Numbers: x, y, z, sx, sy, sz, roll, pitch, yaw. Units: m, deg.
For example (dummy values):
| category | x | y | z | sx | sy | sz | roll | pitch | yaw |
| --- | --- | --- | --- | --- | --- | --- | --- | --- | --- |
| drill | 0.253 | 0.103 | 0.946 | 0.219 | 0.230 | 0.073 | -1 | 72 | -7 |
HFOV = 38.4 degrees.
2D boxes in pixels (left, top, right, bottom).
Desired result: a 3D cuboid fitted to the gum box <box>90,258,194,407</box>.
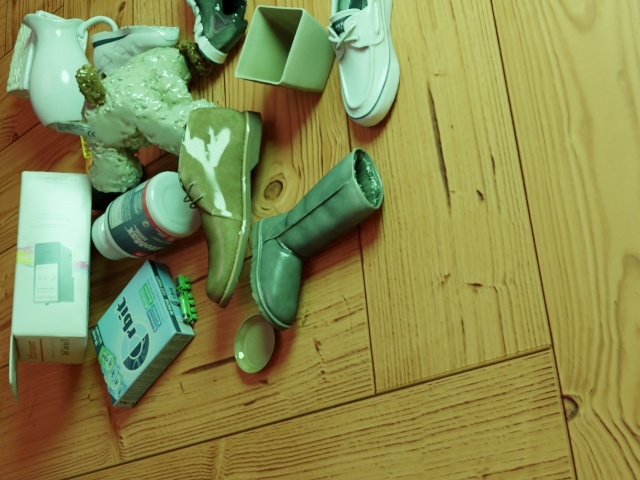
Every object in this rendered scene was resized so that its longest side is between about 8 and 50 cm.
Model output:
| category | x | y | z | sx | sy | sz | roll | pitch | yaw |
| --- | --- | --- | --- | --- | --- | --- | --- | --- | --- |
| gum box | -0.291 | 0.150 | 1.479 | 0.184 | 0.041 | 0.157 | -48 | 49 | 22 |

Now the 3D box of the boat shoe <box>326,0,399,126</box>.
| category | x | y | z | sx | sy | sz | roll | pitch | yaw |
| --- | --- | --- | --- | --- | --- | --- | --- | --- | --- |
| boat shoe | 0.046 | -0.281 | 1.246 | 0.095 | 0.084 | 0.258 | -20 | 64 | 40 |

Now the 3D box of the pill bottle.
| category | x | y | z | sx | sy | sz | roll | pitch | yaw |
| --- | --- | --- | --- | --- | --- | --- | --- | --- | --- |
| pill bottle | -0.283 | -0.032 | 1.481 | 0.180 | 0.108 | 0.108 | -23 | 62 | 39 |

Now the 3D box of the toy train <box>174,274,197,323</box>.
| category | x | y | z | sx | sy | sz | roll | pitch | yaw |
| --- | --- | --- | --- | --- | --- | --- | --- | --- | --- |
| toy train | -0.210 | 0.091 | 1.430 | 0.017 | 0.023 | 0.083 | -37 | 54 | 31 |

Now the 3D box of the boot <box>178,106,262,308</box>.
| category | x | y | z | sx | sy | sz | roll | pitch | yaw |
| --- | --- | --- | --- | --- | --- | --- | --- | --- | --- |
| boot | -0.158 | -0.052 | 1.336 | 0.112 | 0.115 | 0.305 | 140 | 135 | -62 |

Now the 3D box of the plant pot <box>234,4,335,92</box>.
| category | x | y | z | sx | sy | sz | roll | pitch | yaw |
| --- | --- | --- | --- | --- | --- | --- | --- | --- | --- |
| plant pot | -0.041 | -0.265 | 1.319 | 0.109 | 0.096 | 0.109 | 19 | 91 | 45 |

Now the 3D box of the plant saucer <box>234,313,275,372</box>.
| category | x | y | z | sx | sy | sz | roll | pitch | yaw |
| --- | --- | --- | --- | --- | --- | --- | --- | --- | --- |
| plant saucer | -0.089 | 0.146 | 1.298 | 0.083 | 0.015 | 0.083 | -16 | 66 | 41 |

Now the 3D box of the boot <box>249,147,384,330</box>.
| category | x | y | z | sx | sy | sz | roll | pitch | yaw |
| --- | --- | --- | --- | --- | --- | --- | --- | --- | --- |
| boot | -0.001 | 0.000 | 1.225 | 0.208 | 0.076 | 0.190 | -27 | 59 | 30 |

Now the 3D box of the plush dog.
| category | x | y | z | sx | sy | sz | roll | pitch | yaw |
| --- | --- | --- | --- | --- | --- | --- | --- | --- | --- |
| plush dog | -0.292 | -0.232 | 1.502 | 0.262 | 0.211 | 0.225 | -26 | 25 | 27 |

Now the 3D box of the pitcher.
| category | x | y | z | sx | sy | sz | roll | pitch | yaw |
| --- | --- | --- | --- | --- | --- | --- | --- | --- | --- |
| pitcher | -0.466 | -0.324 | 1.750 | 0.125 | 0.177 | 0.207 | 154 | 110 | -83 |

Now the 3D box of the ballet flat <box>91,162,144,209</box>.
| category | x | y | z | sx | sy | sz | roll | pitch | yaw |
| --- | --- | --- | --- | --- | --- | --- | --- | --- | --- |
| ballet flat | -0.373 | -0.094 | 1.644 | 0.173 | 0.057 | 0.049 | -16 | 26 | 40 |

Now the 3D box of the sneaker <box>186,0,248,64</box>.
| category | x | y | z | sx | sy | sz | roll | pitch | yaw |
| --- | --- | --- | --- | --- | --- | --- | --- | --- | --- |
| sneaker | -0.170 | -0.405 | 1.511 | 0.106 | 0.078 | 0.234 | -35 | 59 | 29 |

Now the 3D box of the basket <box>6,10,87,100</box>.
| category | x | y | z | sx | sy | sz | roll | pitch | yaw |
| --- | --- | --- | --- | --- | --- | --- | --- | --- | --- |
| basket | -0.553 | -0.357 | 1.847 | 0.103 | 0.113 | 0.167 | -2 | 75 | 47 |

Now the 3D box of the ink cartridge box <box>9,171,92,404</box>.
| category | x | y | z | sx | sy | sz | roll | pitch | yaw |
| --- | --- | --- | --- | --- | --- | --- | --- | --- | --- |
| ink cartridge box | -0.449 | 0.085 | 1.547 | 0.207 | 0.119 | 0.354 | 127 | 143 | -66 |

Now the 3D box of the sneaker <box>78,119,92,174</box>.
| category | x | y | z | sx | sy | sz | roll | pitch | yaw |
| --- | --- | --- | --- | --- | --- | --- | --- | --- | --- |
| sneaker | -0.422 | -0.187 | 1.697 | 0.064 | 0.067 | 0.175 | -12 | 71 | 41 |

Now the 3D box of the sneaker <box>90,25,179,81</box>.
| category | x | y | z | sx | sy | sz | roll | pitch | yaw |
| --- | --- | --- | --- | --- | --- | --- | --- | --- | --- |
| sneaker | -0.328 | -0.332 | 1.649 | 0.235 | 0.090 | 0.095 | 1 | 91 | 49 |
